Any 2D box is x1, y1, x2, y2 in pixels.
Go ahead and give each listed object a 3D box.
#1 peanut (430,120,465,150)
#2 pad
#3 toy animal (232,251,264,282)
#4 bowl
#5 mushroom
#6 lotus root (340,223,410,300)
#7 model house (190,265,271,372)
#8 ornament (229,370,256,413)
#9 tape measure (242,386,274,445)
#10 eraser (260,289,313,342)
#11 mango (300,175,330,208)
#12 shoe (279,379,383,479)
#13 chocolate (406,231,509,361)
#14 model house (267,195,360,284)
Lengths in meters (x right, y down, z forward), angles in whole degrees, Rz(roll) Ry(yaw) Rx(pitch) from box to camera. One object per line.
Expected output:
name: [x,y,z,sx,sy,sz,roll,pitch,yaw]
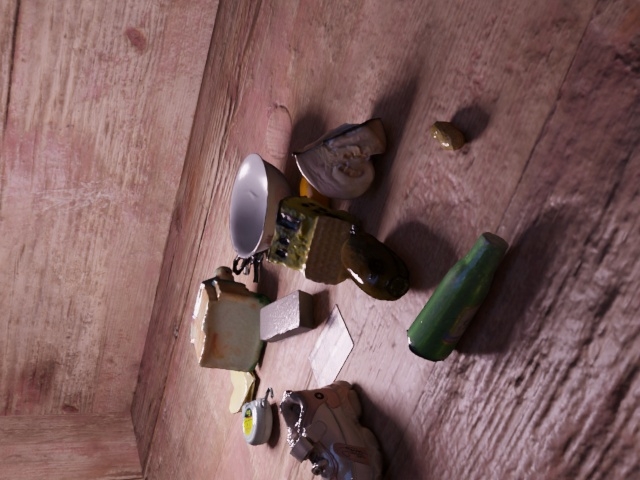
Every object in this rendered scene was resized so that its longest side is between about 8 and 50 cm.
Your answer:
peanut: [0.274,-0.228,1.430,0.113,0.053,0.054,-121,44,-53]
pad: [0.026,0.316,1.871,0.235,0.003,0.158,-65,33,34]
toy animal: [-0.257,0.065,2.411,0.148,0.084,0.232,-66,23,0]
bowl: [-0.172,-0.108,2.165,0.345,0.157,0.346,-18,69,60]
mushroom: [0.081,-0.218,1.748,0.236,0.173,0.162,-20,18,22]
lotus root: [0.127,0.065,1.581,0.123,0.123,0.241,-59,31,14]
model house: [-0.334,0.266,2.351,0.280,0.245,0.313,-129,51,-64]
ornament: [-0.275,0.516,2.371,0.180,0.059,0.201,-37,51,52]
tape measure: [-0.173,0.568,2.125,0.330,0.084,0.164,-40,53,56]
eraser: [-0.109,0.247,2.071,0.352,0.077,0.112,-32,55,58]
mango: [-0.014,-0.120,1.940,0.102,0.084,0.184,-8,84,61]
shoe: [0.016,0.517,1.641,0.351,0.198,0.172,-114,36,-46]
chocolate: [0.278,0.110,1.314,0.291,0.110,0.110,-64,34,31]
model house: [0.000,0.000,1.813,0.234,0.174,0.194,20,105,20]
